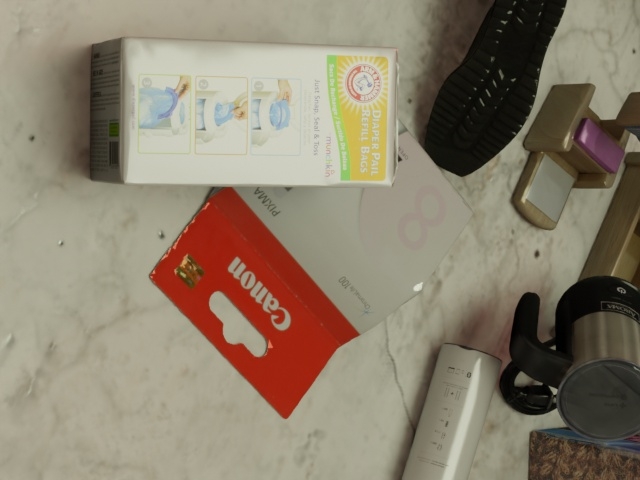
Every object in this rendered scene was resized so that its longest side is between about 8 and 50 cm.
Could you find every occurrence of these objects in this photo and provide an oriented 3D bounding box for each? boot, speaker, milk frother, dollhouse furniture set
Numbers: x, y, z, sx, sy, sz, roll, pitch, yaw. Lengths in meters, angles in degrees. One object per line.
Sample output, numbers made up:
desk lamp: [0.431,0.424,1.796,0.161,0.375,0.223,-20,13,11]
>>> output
boot: [0.159,-0.158,1.499,0.077,0.137,0.198,30,112,-2]
speaker: [0.110,0.159,1.487,0.055,0.055,0.136,25,77,-37]
milk frother: [0.219,0.122,1.495,0.134,0.129,0.143,-76,169,-60]
dollhouse furniture set: [0.357,0.017,1.517,0.286,0.303,0.198,36,70,-34]

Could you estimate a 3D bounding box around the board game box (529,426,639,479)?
board game box: [0.371,0.246,1.589,0.291,0.232,0.141,0,93,-38]

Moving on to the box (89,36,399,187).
box: [-0.057,-0.091,1.265,0.203,0.114,0.103,0,93,-19]

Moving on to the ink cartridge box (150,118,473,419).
ink cartridge box: [0.000,0.000,1.391,0.189,0.066,0.232,49,60,-30]
